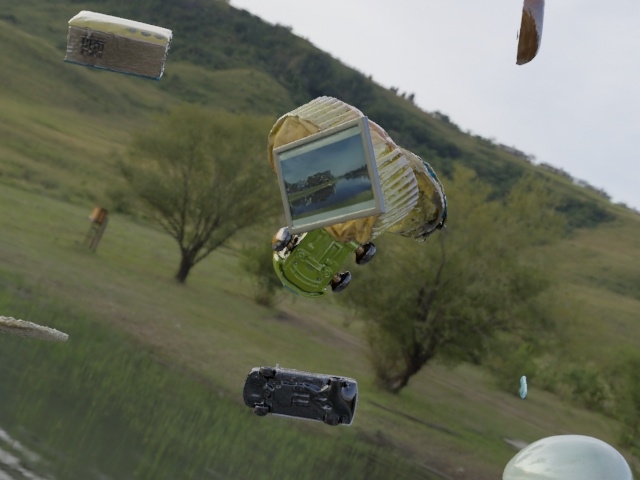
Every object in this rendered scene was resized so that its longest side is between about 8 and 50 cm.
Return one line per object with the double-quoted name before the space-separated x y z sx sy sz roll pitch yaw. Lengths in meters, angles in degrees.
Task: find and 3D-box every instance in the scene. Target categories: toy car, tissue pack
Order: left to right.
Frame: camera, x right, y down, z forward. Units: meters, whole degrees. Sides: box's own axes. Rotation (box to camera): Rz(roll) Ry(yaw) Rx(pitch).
"tissue pack" -0.353 -0.345 1.280 0.169 0.082 0.120 10 24 -11
"toy car" -0.035 0.278 1.332 0.210 0.089 0.108 7 1 0
"toy car" 0.000 0.000 1.627 0.200 0.248 0.142 40 6 -21

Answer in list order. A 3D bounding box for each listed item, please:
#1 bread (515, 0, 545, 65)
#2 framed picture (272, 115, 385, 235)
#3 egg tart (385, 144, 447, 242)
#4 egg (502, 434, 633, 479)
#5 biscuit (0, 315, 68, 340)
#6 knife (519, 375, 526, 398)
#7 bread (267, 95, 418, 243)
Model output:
"bread" 0.403 -0.407 1.385 0.044 0.129 0.126 7 34 19
"framed picture" 0.007 -0.071 0.838 0.149 0.109 0.011 -13 -2 44
"egg tart" 0.174 -0.100 1.774 0.291 0.107 0.290 28 -40 27
"egg" 0.411 0.401 1.212 0.209 0.151 0.151 -3 -8 8
"biscuit" -0.672 0.196 1.622 0.220 0.033 0.220 10 -15 3
"knife" 0.267 0.194 0.958 0.005 0.014 0.091 33 10 11
"bread" 0.039 -0.117 1.185 0.250 0.133 0.179 41 -39 16
